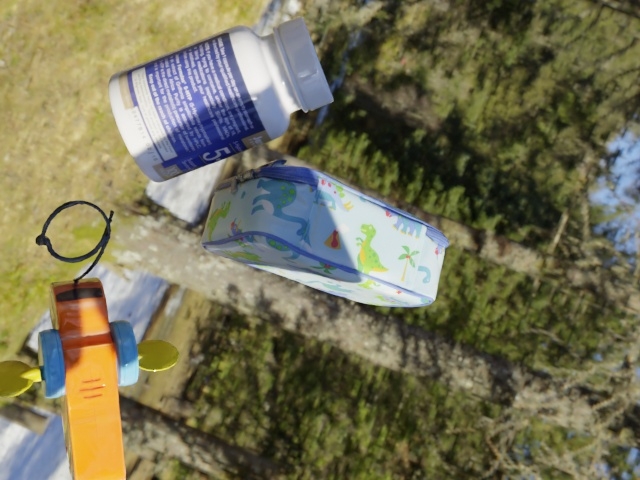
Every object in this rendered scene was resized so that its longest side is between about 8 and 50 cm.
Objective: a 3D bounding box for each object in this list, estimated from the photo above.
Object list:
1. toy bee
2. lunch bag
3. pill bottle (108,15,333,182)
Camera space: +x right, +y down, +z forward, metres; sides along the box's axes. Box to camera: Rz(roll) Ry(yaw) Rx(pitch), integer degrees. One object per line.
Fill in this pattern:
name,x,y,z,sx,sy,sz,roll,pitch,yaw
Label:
toy bee,-0.249,0.105,0.891,0.162,0.195,0.298,26,-82,64
lunch bag,0.000,0.000,0.821,0.176,0.219,0.090,-11,-118,61
pill bottle,-0.089,-0.135,0.762,0.112,0.187,0.111,-20,90,-85
